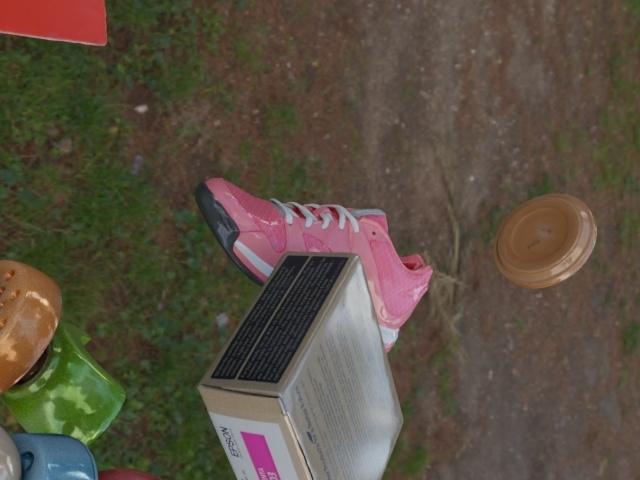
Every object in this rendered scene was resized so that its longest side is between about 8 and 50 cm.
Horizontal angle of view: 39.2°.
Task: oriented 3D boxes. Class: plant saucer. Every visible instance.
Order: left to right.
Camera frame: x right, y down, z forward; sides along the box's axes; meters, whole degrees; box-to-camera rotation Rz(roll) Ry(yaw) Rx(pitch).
[{"bbox_3d":[0.172,-0.002,0.698,0.013,0.083,0.083,42,59,-39],"label":"plant saucer"}]

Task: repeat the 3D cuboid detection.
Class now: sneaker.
[{"bbox_3d":[0.000,0.000,0.981,0.314,0.116,0.136,36,99,-34],"label":"sneaker"}]

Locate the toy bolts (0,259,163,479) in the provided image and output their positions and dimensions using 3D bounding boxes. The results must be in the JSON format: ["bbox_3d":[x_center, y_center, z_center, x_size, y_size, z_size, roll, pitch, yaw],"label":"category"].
[{"bbox_3d":[-0.213,0.130,0.526,0.218,0.228,0.158,-46,134,-8],"label":"toy bolts"}]

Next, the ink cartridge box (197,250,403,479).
[{"bbox_3d":[-0.006,0.157,0.851,0.193,0.088,0.234,-57,141,-46],"label":"ink cartridge box"}]

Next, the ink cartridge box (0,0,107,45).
[{"bbox_3d":[-0.273,-0.343,0.584,0.308,0.091,0.384,1,83,-35],"label":"ink cartridge box"}]
